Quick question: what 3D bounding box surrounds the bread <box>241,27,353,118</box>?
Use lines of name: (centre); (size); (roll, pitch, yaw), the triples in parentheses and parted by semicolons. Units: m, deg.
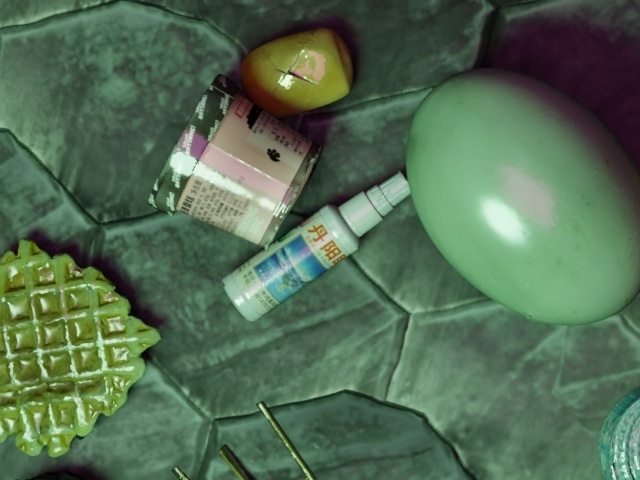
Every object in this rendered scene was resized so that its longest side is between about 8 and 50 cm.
bread: (-0.024, -0.172, 1.906); (0.115, 0.056, 0.082); (-12, 88, 7)

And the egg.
egg: (0.203, -0.042, 1.804); (0.203, 0.203, 0.282); (-39, 88, 6)

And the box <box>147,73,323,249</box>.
box: (-0.080, -0.073, 1.871); (0.135, 0.151, 0.151); (27, 94, -2)

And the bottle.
bottle: (0.000, 0.000, 1.903); (0.217, 0.060, 0.060); (-36, 86, 6)

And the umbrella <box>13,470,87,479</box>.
umbrella: (-0.314, 0.398, 1.921); (0.118, 0.118, 0.340); (23, 93, 7)

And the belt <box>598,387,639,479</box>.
belt: (0.353, 0.224, 1.848); (0.148, 0.082, 0.163); (-6, 89, -2)

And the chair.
chair: (-0.024, 0.341, 1.844); (0.160, 0.170, 0.325); (-32, 79, -35)

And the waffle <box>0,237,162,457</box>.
waffle: (-0.291, 0.115, 1.942); (0.208, 0.054, 0.214); (37, 100, 2)
